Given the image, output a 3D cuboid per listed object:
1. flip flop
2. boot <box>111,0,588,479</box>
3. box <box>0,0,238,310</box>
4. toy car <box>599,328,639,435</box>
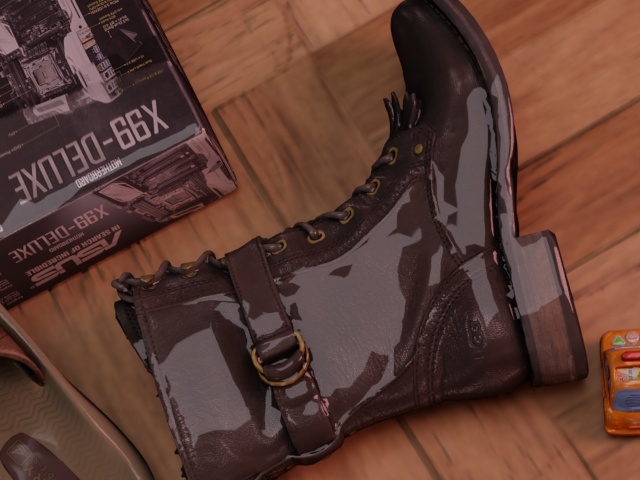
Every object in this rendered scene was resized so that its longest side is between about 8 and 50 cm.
[{"bbox_3d":[-0.196,0.076,0.805,0.277,0.080,0.112,43,90,2],"label":"flip flop"},{"bbox_3d":[0.000,0.000,0.840,0.229,0.091,0.263,-17,64,4],"label":"boot"},{"bbox_3d":[-0.235,-0.066,0.932,0.307,0.076,0.242,-28,62,-2],"label":"box"},{"bbox_3d":[0.191,0.074,0.790,0.122,0.040,0.060,12,68,18],"label":"toy car"}]
